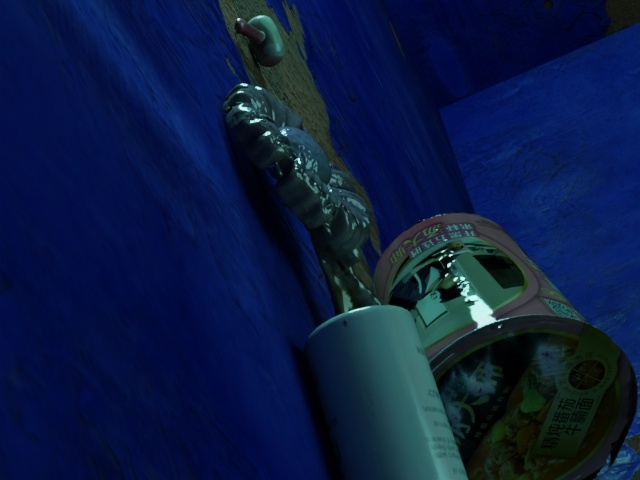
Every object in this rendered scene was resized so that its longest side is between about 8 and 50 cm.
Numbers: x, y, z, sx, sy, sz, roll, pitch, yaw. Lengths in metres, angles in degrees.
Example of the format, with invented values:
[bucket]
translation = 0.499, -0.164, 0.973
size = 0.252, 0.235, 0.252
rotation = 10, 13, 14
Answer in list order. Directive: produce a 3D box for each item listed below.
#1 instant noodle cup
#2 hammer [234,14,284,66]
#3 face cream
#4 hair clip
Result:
[instant noodle cup]
translation = 0.157, 0.101, 1.337
size = 0.244, 0.244, 0.255
rotation = 60, 6, -34
[hammer]
translation = -0.064, -0.202, 1.339
size = 0.052, 0.031, 0.083
rotation = 66, 16, 14
[face cream]
translation = 0.070, 0.199, 0.975
size = 0.092, 0.092, 0.311
rotation = 49, 19, -59
[hair clip]
translation = 0.007, -0.001, 1.151
size = 0.173, 0.069, 0.300
rotation = -15, 82, -79
